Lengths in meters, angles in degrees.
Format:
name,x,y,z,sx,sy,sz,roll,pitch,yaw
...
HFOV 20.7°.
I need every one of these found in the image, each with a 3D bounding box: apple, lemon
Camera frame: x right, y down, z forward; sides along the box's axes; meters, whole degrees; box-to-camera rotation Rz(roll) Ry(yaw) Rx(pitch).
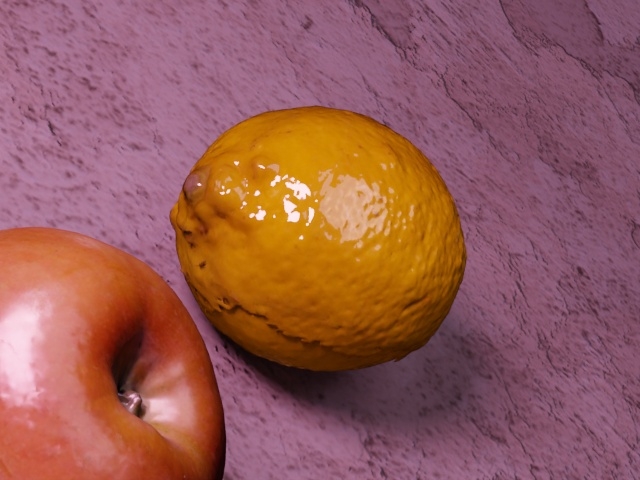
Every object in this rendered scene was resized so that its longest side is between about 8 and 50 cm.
name,x,y,z,sx,sy,sz,roll,pitch,yaw
apple,-0.167,0.118,1.028,0.253,0.253,0.253,28,40,-26
lemon,0.000,0.000,1.344,0.260,0.204,0.204,23,42,-37
